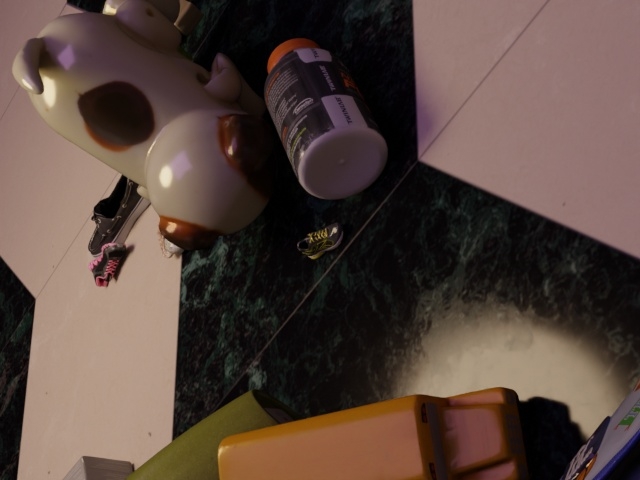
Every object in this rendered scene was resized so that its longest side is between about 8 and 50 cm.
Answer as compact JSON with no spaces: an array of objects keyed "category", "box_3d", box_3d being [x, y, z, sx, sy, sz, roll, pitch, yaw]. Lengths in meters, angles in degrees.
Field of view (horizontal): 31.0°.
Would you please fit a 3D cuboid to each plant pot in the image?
[{"category":"plant pot","box_3d":[-0.124,0.347,1.484,0.293,0.274,0.275,-51,37,3]}]

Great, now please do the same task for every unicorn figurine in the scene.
[{"category":"unicorn figurine","box_3d":[-0.227,-0.017,1.934,0.162,0.060,0.111,130,142,-55]}]

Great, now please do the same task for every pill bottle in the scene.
[{"category":"pill bottle","box_3d":[-0.003,-0.181,1.615,0.130,0.130,0.246,-52,40,28]}]

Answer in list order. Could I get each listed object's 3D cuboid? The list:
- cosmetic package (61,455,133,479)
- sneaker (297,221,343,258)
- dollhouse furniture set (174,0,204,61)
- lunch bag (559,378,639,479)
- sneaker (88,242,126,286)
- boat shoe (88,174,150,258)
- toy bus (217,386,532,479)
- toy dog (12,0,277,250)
[{"category":"cosmetic package","box_3d":[-0.357,0.482,1.858,0.127,0.107,0.238,-47,45,32]},{"category":"sneaker","box_3d":[0.000,0.000,1.617,0.083,0.035,0.031,-40,47,38]},{"category":"dollhouse furniture set","box_3d":[-0.209,-0.443,2.077,0.197,0.151,0.302,33,86,34]},{"category":"lunch bag","box_3d":[0.302,0.268,0.919,0.328,0.238,0.385,-59,21,21]},{"category":"sneaker","box_3d":[-0.391,0.047,2.145,0.119,0.047,0.057,-45,49,45]},{"category":"boat shoe","box_3d":[-0.384,-0.052,2.142,0.228,0.076,0.080,-45,43,34]},{"category":"toy bus","box_3d":[0.057,0.241,1.278,0.332,0.130,0.108,-17,69,30]},{"category":"toy dog","box_3d":[-0.227,-0.182,1.745,0.408,0.395,0.285,42,99,18]}]
